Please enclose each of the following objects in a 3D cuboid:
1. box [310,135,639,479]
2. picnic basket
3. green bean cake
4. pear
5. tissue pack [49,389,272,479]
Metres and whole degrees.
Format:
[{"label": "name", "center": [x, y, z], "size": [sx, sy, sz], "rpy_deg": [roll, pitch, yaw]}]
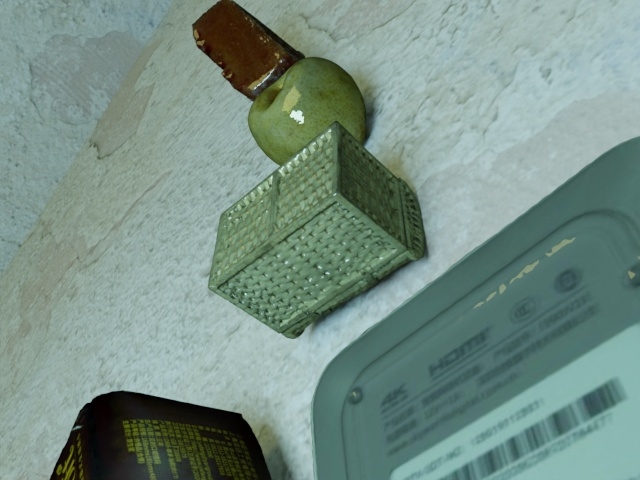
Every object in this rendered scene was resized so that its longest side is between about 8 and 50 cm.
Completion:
[{"label": "box", "center": [0.154, 0.161, 0.470], "size": [0.396, 0.111, 0.397], "rpy_deg": [-41, 33, 26]}, {"label": "picnic basket", "center": [0.000, 0.000, 0.789], "size": [0.196, 0.154, 0.134], "rpy_deg": [-35, 32, 26]}, {"label": "green bean cake", "center": [-0.093, -0.283, 1.129], "size": [0.097, 0.198, 0.233], "rpy_deg": [-51, 34, 15]}, {"label": "pear", "center": [-0.016, -0.173, 0.983], "size": [0.167, 0.136, 0.167], "rpy_deg": [-38, 33, 30]}, {"label": "tissue pack", "center": [-0.125, 0.323, 0.608], "size": [0.198, 0.210, 0.370], "rpy_deg": [-60, 29, 14]}]
